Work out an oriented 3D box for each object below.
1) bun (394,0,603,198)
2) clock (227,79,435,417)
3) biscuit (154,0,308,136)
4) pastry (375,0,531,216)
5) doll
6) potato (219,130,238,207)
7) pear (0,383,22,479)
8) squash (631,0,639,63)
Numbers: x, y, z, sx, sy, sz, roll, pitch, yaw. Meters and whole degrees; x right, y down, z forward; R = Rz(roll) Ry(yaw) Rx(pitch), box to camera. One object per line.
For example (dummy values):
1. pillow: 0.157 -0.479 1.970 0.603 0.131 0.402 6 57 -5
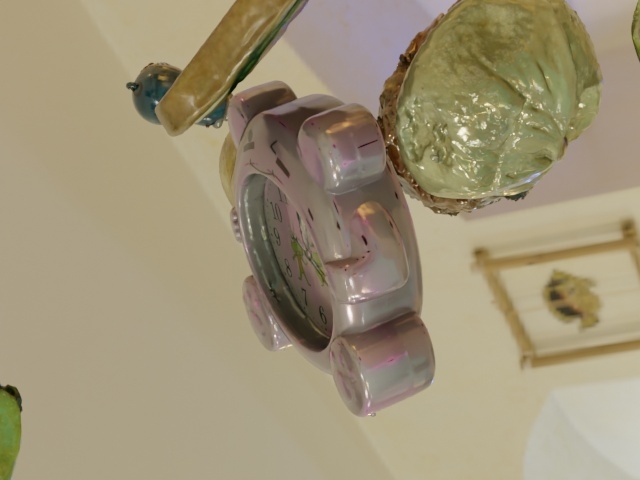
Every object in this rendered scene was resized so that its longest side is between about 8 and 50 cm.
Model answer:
1. bun: 0.172 -0.122 1.054 0.220 0.134 0.220 -34 -36 -30
2. clock: 0.000 0.000 1.256 0.113 0.295 0.322 -21 -66 -23
3. biscuit: -0.040 -0.247 1.146 0.057 0.344 0.287 37 -165 -10
4. pastry: 0.237 -0.197 1.826 0.292 0.405 0.337 44 -123 11
5. doll: -0.200 -0.199 1.630 0.152 0.114 0.085 12 -111 -24
6. potato: -0.069 -0.110 1.977 0.285 0.242 0.243 34 -130 -44
7. pear: -0.452 0.248 1.320 0.292 0.159 0.292 -7 -90 -81
8. squash: 0.339 -0.152 1.037 0.250 0.083 0.083 25 -123 -52
